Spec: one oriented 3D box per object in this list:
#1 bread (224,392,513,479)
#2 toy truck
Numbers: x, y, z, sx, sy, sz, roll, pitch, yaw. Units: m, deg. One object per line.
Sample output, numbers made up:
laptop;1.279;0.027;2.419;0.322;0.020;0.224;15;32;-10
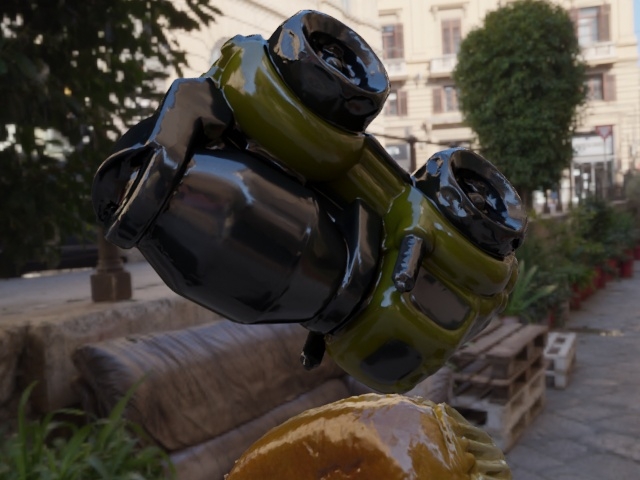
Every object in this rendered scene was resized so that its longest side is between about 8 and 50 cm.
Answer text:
bread;0.029;0.313;0.842;0.389;0.236;0.183;-35;-38;29
toy truck;0.000;0.000;0.394;0.147;0.224;0.165;-44;13;35
